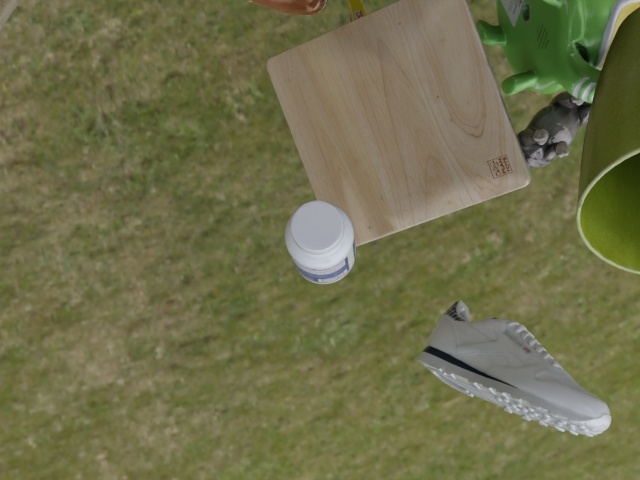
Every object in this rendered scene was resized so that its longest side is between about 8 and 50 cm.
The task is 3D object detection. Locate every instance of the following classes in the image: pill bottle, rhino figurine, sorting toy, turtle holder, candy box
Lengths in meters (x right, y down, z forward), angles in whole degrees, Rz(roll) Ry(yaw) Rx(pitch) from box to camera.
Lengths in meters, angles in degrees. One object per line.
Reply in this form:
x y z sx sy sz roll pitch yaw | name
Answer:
0.000 0.000 1.026 0.067 0.067 0.120 -22 166 -2 | pill bottle
0.345 -0.152 1.660 0.243 0.073 0.106 -43 -171 -9 | rhino figurine
0.101 -0.151 1.301 0.256 0.257 0.089 -20 -177 20 | sorting toy
0.389 -0.334 1.542 0.228 0.320 0.243 -6 113 -14 | turtle holder
0.074 -0.303 1.739 0.027 0.205 0.105 -9 133 -1 | candy box

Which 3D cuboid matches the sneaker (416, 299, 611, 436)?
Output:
0.217 0.138 1.155 0.094 0.235 0.090 -57 142 -14 | sneaker

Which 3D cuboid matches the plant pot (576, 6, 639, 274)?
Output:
0.444 -0.149 1.285 0.275 0.293 0.274 4 144 3 | plant pot

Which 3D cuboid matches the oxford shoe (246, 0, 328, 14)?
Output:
-0.095 -0.334 1.355 0.212 0.076 0.076 20 127 3 | oxford shoe

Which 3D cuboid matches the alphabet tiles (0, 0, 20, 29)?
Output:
-0.257 -0.098 0.279 0.343 0.285 0.011 14 131 -4 | alphabet tiles
